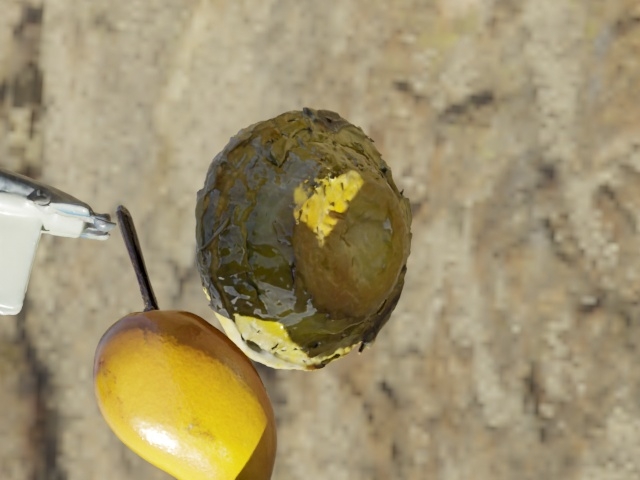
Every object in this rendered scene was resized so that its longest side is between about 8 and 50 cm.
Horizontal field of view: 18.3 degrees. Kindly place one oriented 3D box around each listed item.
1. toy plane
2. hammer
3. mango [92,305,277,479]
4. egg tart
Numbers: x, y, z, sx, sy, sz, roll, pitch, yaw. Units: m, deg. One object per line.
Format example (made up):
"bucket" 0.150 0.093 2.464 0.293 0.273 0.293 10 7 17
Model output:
"toy plane" -0.221 -0.047 0.924 0.192 0.262 0.088 151 143 -79
"hammer" -0.187 0.032 2.046 0.021 0.065 0.178 -33 58 25
"mango" -0.125 0.160 1.924 0.145 0.219 0.112 -44 8 -13
"egg tart" 0.000 0.000 2.097 0.116 0.295 0.294 3 88 50
